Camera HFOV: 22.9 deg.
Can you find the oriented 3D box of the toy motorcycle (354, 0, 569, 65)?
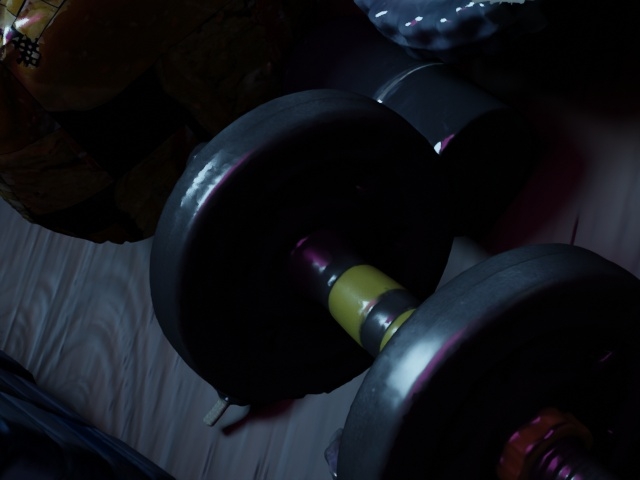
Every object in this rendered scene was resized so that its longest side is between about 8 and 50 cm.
[{"bbox_3d":[0.074,-0.276,0.820,0.232,0.172,0.416,-33,46,16],"label":"toy motorcycle"}]

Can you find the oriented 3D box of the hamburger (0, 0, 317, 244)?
[{"bbox_3d":[-0.090,-0.105,0.806,0.231,0.231,0.107,-39,61,8],"label":"hamburger"}]

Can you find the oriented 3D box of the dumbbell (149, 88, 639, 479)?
[{"bbox_3d":[0.032,0.036,0.632,0.143,0.143,0.325,-50,44,-1],"label":"dumbbell"}]

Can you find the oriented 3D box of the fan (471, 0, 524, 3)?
[{"bbox_3d":[0.119,-0.119,0.600,0.233,0.012,0.414,-19,49,17],"label":"fan"}]

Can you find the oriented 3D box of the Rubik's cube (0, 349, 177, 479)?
[{"bbox_3d":[-0.279,0.139,0.698,0.292,0.287,0.293,31,84,21],"label":"Rubik's cube"}]

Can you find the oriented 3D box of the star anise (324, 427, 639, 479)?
[{"bbox_3d":[0.049,0.133,0.683,0.208,0.063,0.171,-27,49,18],"label":"star anise"}]

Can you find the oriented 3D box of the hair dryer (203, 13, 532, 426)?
[{"bbox_3d":[0.000,0.000,0.794,0.124,0.071,0.219,37,96,41],"label":"hair dryer"}]
